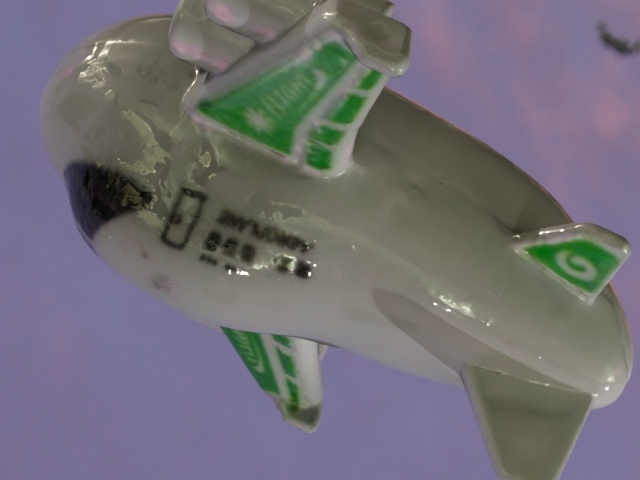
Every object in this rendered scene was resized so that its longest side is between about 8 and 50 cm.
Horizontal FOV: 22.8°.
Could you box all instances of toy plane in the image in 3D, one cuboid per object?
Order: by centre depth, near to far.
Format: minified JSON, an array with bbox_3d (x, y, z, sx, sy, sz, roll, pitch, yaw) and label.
[{"bbox_3d":[0.001,-0.002,0.417,0.174,0.174,0.080,35,-122,0],"label":"toy plane"}]
